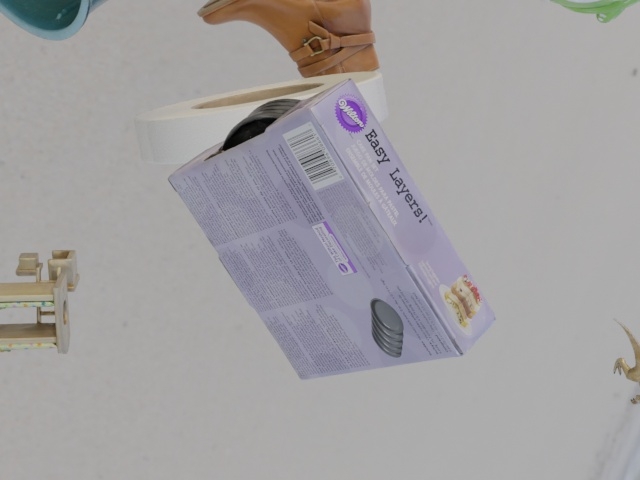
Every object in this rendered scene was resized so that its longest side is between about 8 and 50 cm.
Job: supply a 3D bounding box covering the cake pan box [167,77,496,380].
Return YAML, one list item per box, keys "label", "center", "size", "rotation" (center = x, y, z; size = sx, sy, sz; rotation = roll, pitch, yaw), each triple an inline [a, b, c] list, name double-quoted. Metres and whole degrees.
- label: "cake pan box"
  center: [0.000, 0.000, 1.058]
  size: [0.070, 0.246, 0.266]
  rotation: [-41, 103, -38]

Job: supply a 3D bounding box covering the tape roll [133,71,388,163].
- label: "tape roll"
  center: [-0.091, -0.191, 1.750]
  size: [0.392, 0.392, 0.072]
  rotation: [-31, 113, -60]

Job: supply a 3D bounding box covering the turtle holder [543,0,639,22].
- label: "turtle holder"
  center: [0.343, -0.412, 1.361]
  size: [0.227, 0.320, 0.243]
  rotation: [7, 81, -40]

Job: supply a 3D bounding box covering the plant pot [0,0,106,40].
- label: "plant pot"
  center: [-0.294, -0.493, 1.510]
  size: [0.334, 0.341, 0.341]
  rotation: [-40, 142, -31]

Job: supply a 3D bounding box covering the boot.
- label: "boot"
  center: [-0.048, -0.353, 1.949]
  size: [0.109, 0.284, 0.220]
  rotation: [-105, 176, -65]

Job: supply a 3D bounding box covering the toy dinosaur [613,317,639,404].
- label: "toy dinosaur"
  center: [0.413, 0.169, 1.452]
  size: [0.092, 0.053, 0.183]
  rotation: [-146, -146, -84]

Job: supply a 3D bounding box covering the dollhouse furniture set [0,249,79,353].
- label: "dollhouse furniture set"
  center: [-0.424, 0.085, 1.529]
  size: [0.161, 0.182, 0.101]
  rotation: [-100, -171, -72]
